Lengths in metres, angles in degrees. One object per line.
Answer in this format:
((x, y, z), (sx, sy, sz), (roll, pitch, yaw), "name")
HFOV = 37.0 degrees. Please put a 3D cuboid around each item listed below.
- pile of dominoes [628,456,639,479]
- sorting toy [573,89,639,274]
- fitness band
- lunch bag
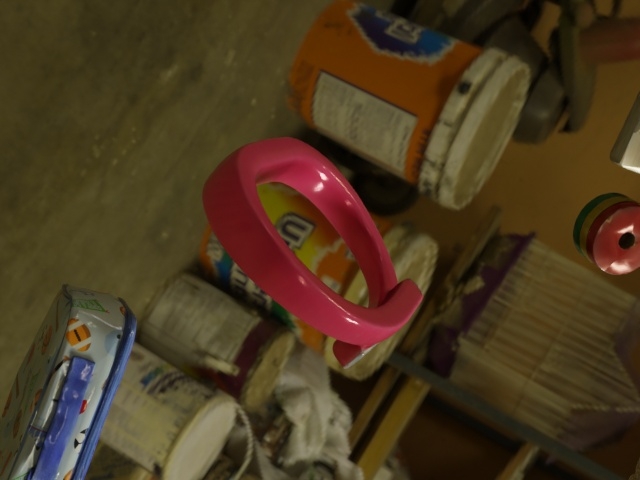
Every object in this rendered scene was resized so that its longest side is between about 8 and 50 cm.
((0.150, 0.163, 0.476), (0.196, 0.040, 0.251), (-50, 160, -71), "pile of dominoes")
((0.263, -0.092, 0.560), (0.274, 0.132, 0.046), (-68, -156, 15), "sorting toy")
((0.000, 0.000, 0.854), (0.054, 0.209, 0.291), (-38, 177, 18), "fitness band")
((-0.335, 0.213, 1.242), (0.243, 0.115, 0.303), (16, -94, 69), "lunch bag")
